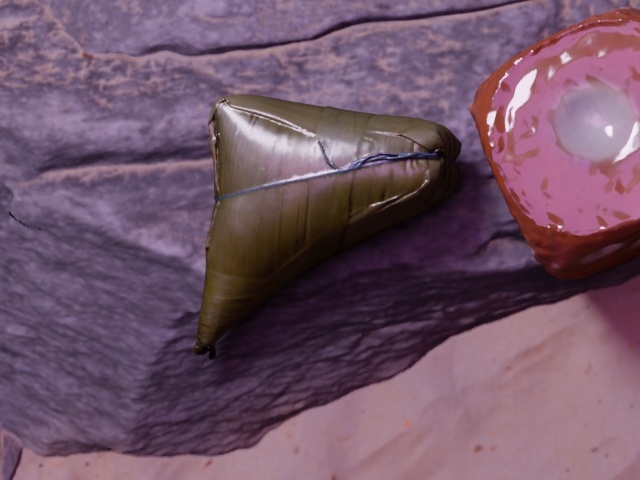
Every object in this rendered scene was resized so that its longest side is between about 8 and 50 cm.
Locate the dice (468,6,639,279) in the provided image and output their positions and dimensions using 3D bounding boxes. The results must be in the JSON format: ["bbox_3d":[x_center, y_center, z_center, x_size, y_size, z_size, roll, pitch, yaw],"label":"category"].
[{"bbox_3d":[0.236,-0.076,1.113,0.174,0.179,0.175,-26,77,11],"label":"dice"}]

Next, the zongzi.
[{"bbox_3d":[0.000,0.000,1.214,0.228,0.115,0.256,9,89,16],"label":"zongzi"}]
